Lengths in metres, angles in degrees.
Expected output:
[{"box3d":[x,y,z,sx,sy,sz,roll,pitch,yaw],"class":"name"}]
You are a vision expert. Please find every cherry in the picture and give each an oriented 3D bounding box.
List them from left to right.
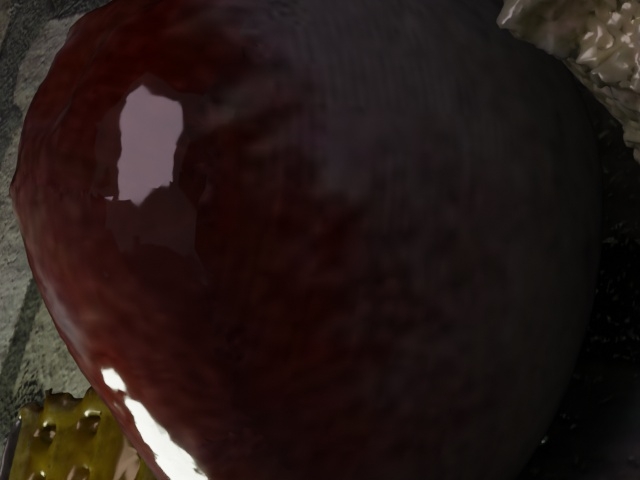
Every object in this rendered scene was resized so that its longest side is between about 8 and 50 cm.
[{"box3d":[0.010,-0.003,0.757,0.291,0.335,0.326,-26,7,48],"class":"cherry"}]

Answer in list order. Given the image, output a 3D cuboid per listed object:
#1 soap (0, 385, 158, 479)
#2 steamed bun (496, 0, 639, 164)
[{"box3d":[-0.151,0.246,0.977,0.259,0.143,0.281,-16,59,46],"class":"soap"},{"box3d":[0.200,-0.086,0.580,0.200,0.225,0.170,-60,33,9],"class":"steamed bun"}]
